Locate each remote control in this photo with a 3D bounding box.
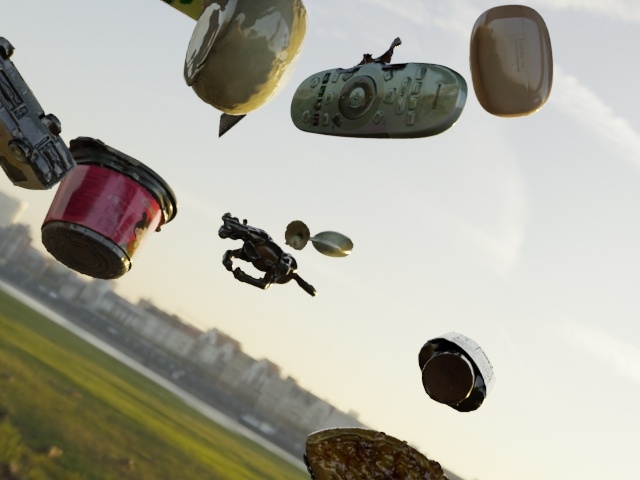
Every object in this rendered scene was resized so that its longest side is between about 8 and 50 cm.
[{"bbox_3d":[0.066,-0.165,1.221,0.256,0.097,0.045,9,-12,38],"label":"remote control"}]

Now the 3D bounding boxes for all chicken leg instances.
[{"bbox_3d":[0.091,-0.299,1.742,0.037,0.145,0.062,28,-49,24],"label":"chicken leg"}]

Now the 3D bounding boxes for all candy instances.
[{"bbox_3d":[-0.119,-0.349,1.807,0.185,0.295,0.295,25,-7,-24],"label":"candy"}]

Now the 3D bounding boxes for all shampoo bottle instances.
[{"bbox_3d":[0.209,0.201,1.573,0.129,0.084,0.323,54,8,9],"label":"shampoo bottle"}]

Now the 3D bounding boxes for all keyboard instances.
[{"bbox_3d":[-0.202,-0.291,2.381,0.010,0.063,0.198,11,-15,-22],"label":"keyboard"}]

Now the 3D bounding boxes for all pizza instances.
[{"bbox_3d":[0.109,0.412,1.753,0.306,0.161,0.085,25,-22,-4],"label":"pizza"}]

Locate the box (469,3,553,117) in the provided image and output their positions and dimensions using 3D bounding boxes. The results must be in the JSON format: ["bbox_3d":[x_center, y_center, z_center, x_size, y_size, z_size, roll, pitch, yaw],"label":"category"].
[{"bbox_3d":[0.335,-0.315,1.806,0.146,0.200,0.088,-4,-2,-1],"label":"box"}]

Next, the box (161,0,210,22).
[{"bbox_3d":[-0.253,-0.530,2.153,0.235,0.132,0.034,32,0,4],"label":"box"}]

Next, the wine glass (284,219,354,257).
[{"bbox_3d":[0.000,0.000,2.147,0.066,0.066,0.198,25,6,29],"label":"wine glass"}]

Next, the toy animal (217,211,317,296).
[{"bbox_3d":[-0.104,0.022,1.869,0.233,0.084,0.148,36,24,18],"label":"toy animal"}]

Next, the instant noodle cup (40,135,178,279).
[{"bbox_3d":[-0.428,-0.039,1.996,0.258,0.181,0.302,0,-35,33],"label":"instant noodle cup"}]

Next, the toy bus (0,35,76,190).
[{"bbox_3d":[-0.564,-0.244,1.787,0.138,0.097,0.342,1,-51,41],"label":"toy bus"}]
